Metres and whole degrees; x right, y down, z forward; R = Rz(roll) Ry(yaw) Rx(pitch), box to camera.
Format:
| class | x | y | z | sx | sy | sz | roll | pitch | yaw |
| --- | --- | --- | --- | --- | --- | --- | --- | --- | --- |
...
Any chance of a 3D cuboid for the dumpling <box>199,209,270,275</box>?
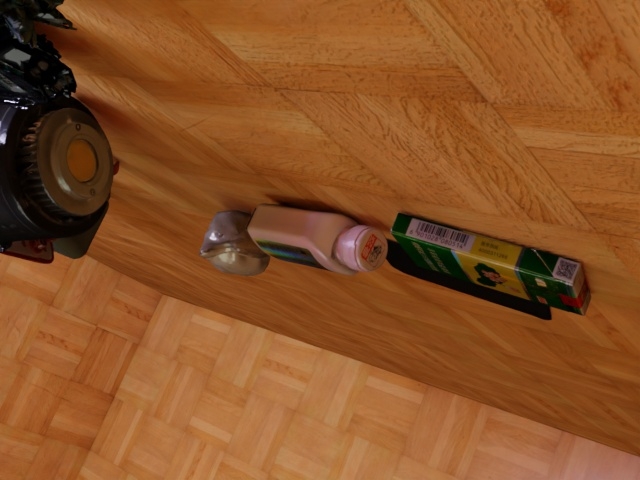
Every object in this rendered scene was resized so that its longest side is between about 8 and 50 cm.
| class | x | y | z | sx | sy | sz | roll | pitch | yaw |
| --- | --- | --- | --- | --- | --- | --- | --- | --- | --- |
| dumpling | -0.130 | 0.007 | 1.483 | 0.136 | 0.118 | 0.199 | 4 | -169 | 18 |

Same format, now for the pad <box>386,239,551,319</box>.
| class | x | y | z | sx | sy | sz | roll | pitch | yaw |
| --- | --- | --- | --- | --- | --- | --- | --- | --- | --- |
| pad | 0.212 | 0.058 | 1.298 | 0.267 | 0.004 | 0.181 | 18 | 167 | 22 |

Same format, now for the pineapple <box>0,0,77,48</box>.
| class | x | y | z | sx | sy | sz | roll | pitch | yaw |
| --- | --- | --- | --- | --- | --- | --- | --- | --- | --- |
| pineapple | -0.338 | -0.240 | 0.824 | 0.221 | 0.083 | 0.103 | 15 | 167 | 25 |

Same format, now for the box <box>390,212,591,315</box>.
| class | x | y | z | sx | sy | sz | roll | pitch | yaw |
| --- | --- | --- | --- | --- | --- | --- | --- | --- | --- |
| box | 0.213 | 0.030 | 1.089 | 0.235 | 0.034 | 0.132 | 17 | 166 | 28 |

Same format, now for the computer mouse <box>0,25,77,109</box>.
| class | x | y | z | sx | sy | sz | roll | pitch | yaw |
| --- | --- | --- | --- | --- | --- | --- | --- | --- | --- |
| computer mouse | -0.374 | -0.218 | 1.008 | 0.242 | 0.077 | 0.146 | 12 | 165 | 31 |

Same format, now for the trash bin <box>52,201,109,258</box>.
| class | x | y | z | sx | sy | sz | roll | pitch | yaw |
| --- | --- | --- | --- | --- | --- | --- | --- | --- | --- |
| trash bin | -0.616 | -0.105 | 1.795 | 0.223 | 0.158 | 0.343 | 20 | 168 | 14 |

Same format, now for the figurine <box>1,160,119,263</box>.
| class | x | y | z | sx | sy | sz | roll | pitch | yaw |
| --- | --- | --- | --- | --- | --- | --- | --- | --- | --- |
| figurine | -0.455 | -0.083 | 1.519 | 0.226 | 0.160 | 0.183 | -24 | 160 | 19 |

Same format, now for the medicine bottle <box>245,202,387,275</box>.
| class | x | y | z | sx | sy | sz | roll | pitch | yaw |
| --- | --- | --- | --- | --- | --- | --- | --- | --- | --- |
| medicine bottle | 0.000 | 0.000 | 1.260 | 0.219 | 0.078 | 0.115 | 10 | 161 | 48 |

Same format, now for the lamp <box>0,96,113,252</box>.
| class | x | y | z | sx | sy | sz | roll | pitch | yaw |
| --- | --- | --- | --- | --- | --- | --- | --- | --- | --- |
| lamp | -0.428 | -0.096 | 1.244 | 0.272 | 0.205 | 0.374 | 1 | 169 | 9 |
